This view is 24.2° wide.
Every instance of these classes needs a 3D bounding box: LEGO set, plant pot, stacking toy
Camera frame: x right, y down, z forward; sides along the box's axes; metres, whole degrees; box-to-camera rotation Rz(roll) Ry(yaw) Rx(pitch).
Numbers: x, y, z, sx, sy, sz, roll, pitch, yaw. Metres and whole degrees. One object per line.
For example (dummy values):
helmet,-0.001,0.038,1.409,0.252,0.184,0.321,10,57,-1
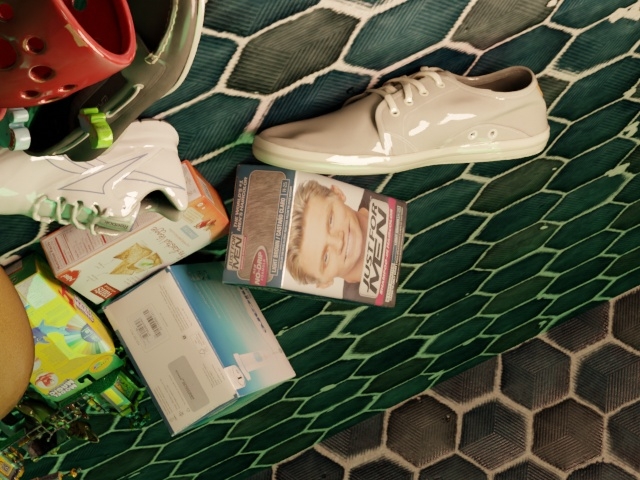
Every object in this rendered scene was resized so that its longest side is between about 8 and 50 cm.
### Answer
LEGO set,-0.383,0.266,2.281,0.331,0.255,0.192,-38,132,0
plant pot,-0.290,-0.207,1.364,0.174,0.191,0.191,-26,160,12
plant pot,-0.460,0.091,1.784,0.237,0.237,0.254,-19,160,-19
stacking toy,-0.332,-0.126,1.502,0.167,0.221,0.052,-11,120,-37

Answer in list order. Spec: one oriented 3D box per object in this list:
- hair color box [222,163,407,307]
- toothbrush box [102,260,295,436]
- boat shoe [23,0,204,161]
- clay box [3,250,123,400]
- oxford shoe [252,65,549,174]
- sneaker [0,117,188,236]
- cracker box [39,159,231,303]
hair color box,0.000,0.000,2.196,0.105,0.174,0.347,5,176,30
toothbrush box,-0.174,0.153,2.237,0.126,0.216,0.295,-31,174,14
boat shoe,-0.229,-0.182,1.605,0.095,0.112,0.335,-16,161,-38
clay box,-0.387,0.126,2.097,0.127,0.053,0.222,-29,131,8
oxford shoe,0.114,-0.170,2.044,0.449,0.169,0.130,-9,113,-22
sneaker,-0.285,-0.066,1.789,0.297,0.129,0.111,-12,157,-31
cracker box,-0.249,-0.008,2.058,0.232,0.067,0.156,-28,160,5
